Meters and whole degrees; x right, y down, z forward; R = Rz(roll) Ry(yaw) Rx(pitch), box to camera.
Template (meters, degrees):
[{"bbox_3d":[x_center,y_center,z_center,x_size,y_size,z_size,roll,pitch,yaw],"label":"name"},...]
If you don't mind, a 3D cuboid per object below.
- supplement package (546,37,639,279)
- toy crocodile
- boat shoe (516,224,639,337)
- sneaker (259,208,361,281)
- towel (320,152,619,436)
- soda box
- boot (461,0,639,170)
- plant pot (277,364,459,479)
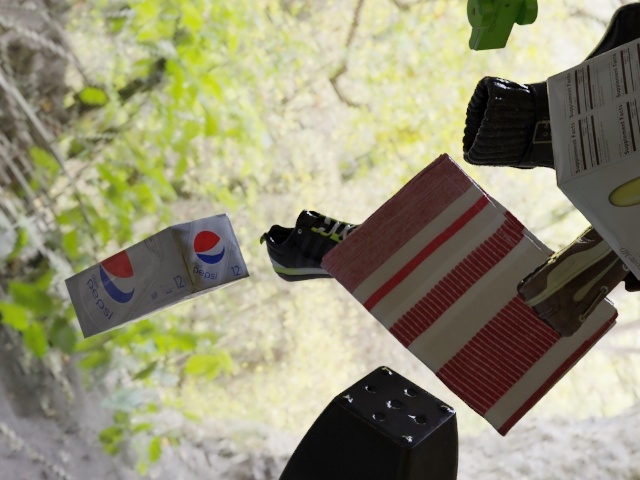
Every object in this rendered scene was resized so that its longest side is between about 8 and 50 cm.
[{"bbox_3d":[0.361,-0.093,1.262,0.194,0.203,0.149,40,41,-39],"label":"supplement package"},{"bbox_3d":[0.320,-0.460,2.210,0.340,0.115,0.105,98,-23,-53],"label":"toy crocodile"},{"bbox_3d":[0.343,0.018,1.458,0.095,0.257,0.095,53,-14,2],"label":"boat shoe"},{"bbox_3d":[0.000,0.000,1.864,0.084,0.234,0.097,-49,117,-45],"label":"sneaker"},{"bbox_3d":[0.195,0.062,1.663,0.329,0.237,0.037,43,-17,16],"label":"towel"},{"bbox_3d":[-0.222,0.050,1.682,0.098,0.286,0.091,-17,86,-41],"label":"soda box"},{"bbox_3d":[0.390,-0.253,2.083,0.260,0.348,0.131,12,28,-6],"label":"boot"},{"bbox_3d":[0.079,0.282,1.710,0.187,0.167,0.188,31,35,25],"label":"plant pot"}]
